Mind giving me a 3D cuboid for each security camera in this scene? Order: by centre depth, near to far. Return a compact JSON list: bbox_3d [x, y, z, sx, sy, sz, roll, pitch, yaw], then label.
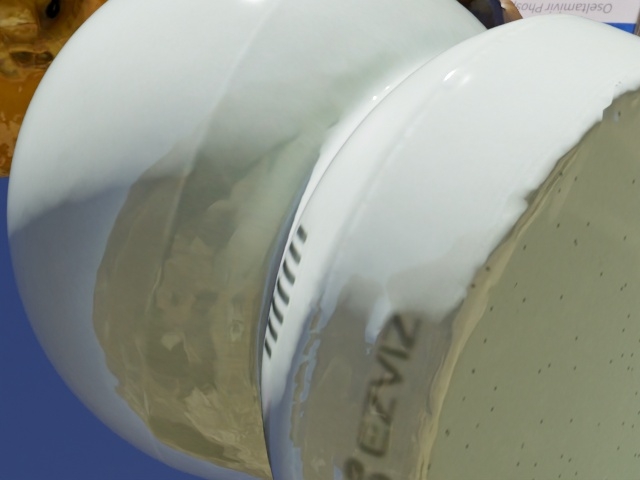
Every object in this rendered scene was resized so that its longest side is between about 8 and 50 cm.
[{"bbox_3d":[0.000,0.000,0.513,0.194,0.236,0.195,-28,-52,-42],"label":"security camera"}]

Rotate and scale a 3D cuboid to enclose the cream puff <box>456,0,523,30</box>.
[{"bbox_3d":[0.036,-0.143,1.024,0.154,0.269,0.241,-10,3,40],"label":"cream puff"}]

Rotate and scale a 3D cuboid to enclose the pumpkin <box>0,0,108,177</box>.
[{"bbox_3d":[-0.275,-0.162,0.986,0.325,0.232,0.242,23,-83,-32],"label":"pumpkin"}]

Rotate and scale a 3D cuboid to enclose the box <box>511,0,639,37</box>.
[{"bbox_3d":[0.172,-0.222,1.510,0.065,0.343,0.200,38,-114,-49],"label":"box"}]
